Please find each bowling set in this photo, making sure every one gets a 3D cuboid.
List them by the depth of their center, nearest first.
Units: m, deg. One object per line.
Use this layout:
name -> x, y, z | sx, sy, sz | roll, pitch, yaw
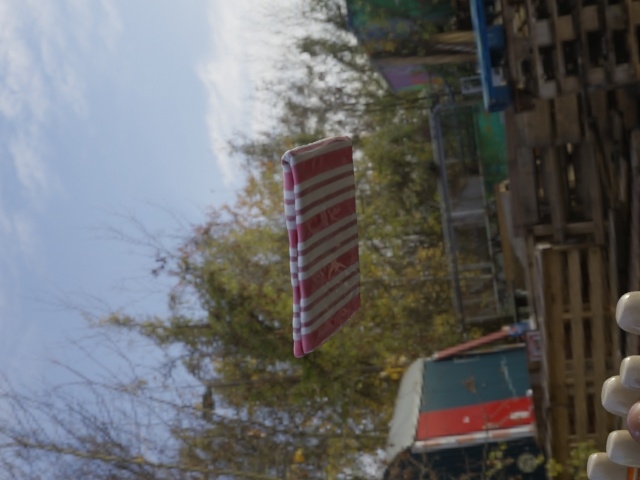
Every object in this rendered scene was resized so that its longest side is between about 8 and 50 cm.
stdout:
bowling set -> 0.426, 0.216, 0.962 | 0.200, 0.154, 0.286 | -49, -34, -74

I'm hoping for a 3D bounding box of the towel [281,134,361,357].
towel -> 0.000, 0.000, 0.790 | 0.144, 0.029, 0.197 | -30, -62, -65
